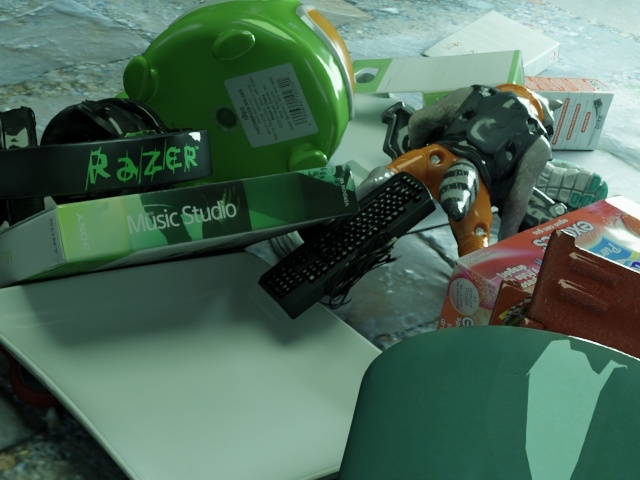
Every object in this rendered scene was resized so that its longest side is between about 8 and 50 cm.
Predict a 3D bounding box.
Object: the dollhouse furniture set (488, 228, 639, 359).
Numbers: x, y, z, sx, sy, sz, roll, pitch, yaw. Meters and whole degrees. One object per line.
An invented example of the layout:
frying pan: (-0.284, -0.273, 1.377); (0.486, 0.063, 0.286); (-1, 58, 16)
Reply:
dollhouse furniture set: (0.306, 0.152, 1.078); (0.374, 0.152, 0.201); (24, -14, -1)

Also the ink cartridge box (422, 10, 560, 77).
ink cartridge box: (0.275, -0.295, 2.153); (0.179, 0.045, 0.145); (-35, 52, -30)

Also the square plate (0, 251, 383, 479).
square plate: (-0.094, 0.127, 1.216); (0.347, 0.049, 0.344); (-9, 35, -43)

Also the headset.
headset: (-0.279, -0.103, 1.368); (0.243, 0.185, 0.394); (-10, 6, -39)

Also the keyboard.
keyboard: (0.030, -0.002, 1.320); (0.192, 0.038, 0.100); (-39, 44, -9)

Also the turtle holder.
turtle holder: (-0.100, -0.157, 1.580); (0.243, 0.320, 0.227); (41, 35, -7)

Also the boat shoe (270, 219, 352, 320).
boat shoe: (0.000, 0.000, 1.472); (0.083, 0.076, 0.226); (2, 31, -19)

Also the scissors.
scissors: (-0.309, 0.077, 1.285); (0.297, 0.021, 0.109); (31, 35, 33)

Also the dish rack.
dish rack: (0.058, -0.127, 1.728); (0.285, 0.072, 0.333); (-12, 38, -38)

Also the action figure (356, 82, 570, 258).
action figure: (0.206, -0.056, 1.509); (0.341, 0.178, 0.330); (32, 48, 4)

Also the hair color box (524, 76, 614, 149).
hair color box: (0.321, -0.180, 1.893); (0.167, 0.093, 0.053); (0, 31, -21)

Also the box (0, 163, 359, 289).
box: (-0.156, -0.011, 1.321); (0.322, 0.058, 0.232); (-12, -3, -35)

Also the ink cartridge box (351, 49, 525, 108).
ink cartridge box: (0.147, -0.201, 1.768); (0.235, 0.056, 0.171); (-4, 22, 13)

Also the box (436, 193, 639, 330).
box: (0.259, 0.078, 1.357); (0.142, 0.154, 0.300); (34, 34, 32)

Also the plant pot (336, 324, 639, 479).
plant pot: (0.130, 0.237, 0.900); (0.293, 0.293, 0.235); (17, 54, 9)

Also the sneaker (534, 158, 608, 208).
sneaker: (0.298, -0.084, 1.765); (0.166, 0.065, 0.076); (22, 14, 11)
